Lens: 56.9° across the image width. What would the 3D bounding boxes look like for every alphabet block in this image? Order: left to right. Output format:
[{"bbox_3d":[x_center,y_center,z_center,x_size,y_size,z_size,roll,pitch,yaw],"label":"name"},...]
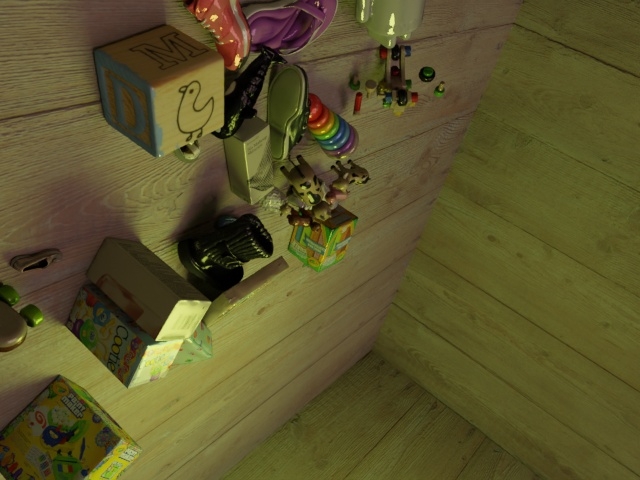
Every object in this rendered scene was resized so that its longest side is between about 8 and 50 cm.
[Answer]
[{"bbox_3d":[-0.347,-0.331,1.300,0.197,0.193,0.192,-38,153,-35],"label":"alphabet block"}]

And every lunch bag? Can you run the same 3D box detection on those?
[{"bbox_3d":[-0.484,0.318,1.902,0.224,0.107,0.279,-10,151,7],"label":"lunch bag"}]

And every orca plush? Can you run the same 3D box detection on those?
[{"bbox_3d":[-0.186,-0.371,1.586,0.287,0.102,0.151,-44,161,9],"label":"orca plush"}]

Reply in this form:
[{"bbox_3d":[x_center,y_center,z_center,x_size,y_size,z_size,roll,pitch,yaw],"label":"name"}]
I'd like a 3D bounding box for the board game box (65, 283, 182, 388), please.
[{"bbox_3d":[-0.534,0.250,1.608,0.144,0.275,0.142,-2,123,-61],"label":"board game box"}]

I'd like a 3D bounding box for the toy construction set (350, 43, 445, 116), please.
[{"bbox_3d":[0.244,-0.535,2.166,0.309,0.257,0.237,-27,162,-12],"label":"toy construction set"}]

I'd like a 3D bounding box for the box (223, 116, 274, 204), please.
[{"bbox_3d":[-0.214,-0.243,1.789,0.113,0.094,0.275,-43,154,-27],"label":"box"}]

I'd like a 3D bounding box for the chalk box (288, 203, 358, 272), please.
[{"bbox_3d":[0.000,0.000,2.414,0.180,0.179,0.288,-29,145,-45],"label":"chalk box"}]

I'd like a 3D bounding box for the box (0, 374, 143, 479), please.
[{"bbox_3d":[-0.727,0.599,1.687,0.279,0.290,0.177,-46,155,-18],"label":"box"}]

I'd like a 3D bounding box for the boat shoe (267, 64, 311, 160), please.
[{"bbox_3d":[-0.083,-0.395,1.797,0.113,0.127,0.340,-36,152,-37],"label":"boat shoe"}]

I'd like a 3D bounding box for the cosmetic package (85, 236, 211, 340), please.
[{"bbox_3d":[-0.457,0.128,1.569,0.129,0.296,0.153,-57,155,8],"label":"cosmetic package"}]

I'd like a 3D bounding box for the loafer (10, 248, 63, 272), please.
[{"bbox_3d":[-0.663,0.053,1.398,0.125,0.039,0.045,-16,135,-56],"label":"loafer"}]

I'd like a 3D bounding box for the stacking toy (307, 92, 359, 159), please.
[{"bbox_3d":[0.015,-0.394,1.992,0.141,0.141,0.330,-55,153,0],"label":"stacking toy"}]

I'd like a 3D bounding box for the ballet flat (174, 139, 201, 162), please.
[{"bbox_3d":[-0.352,-0.256,1.545,0.072,0.068,0.213,-49,156,-15],"label":"ballet flat"}]

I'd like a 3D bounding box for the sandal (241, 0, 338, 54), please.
[{"bbox_3d":[-0.071,-0.576,1.608,0.416,0.102,0.169,-35,150,-39],"label":"sandal"}]

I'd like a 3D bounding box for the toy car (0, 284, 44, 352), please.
[{"bbox_3d":[-0.747,0.226,1.363,0.155,0.149,0.188,-46,168,-46],"label":"toy car"}]

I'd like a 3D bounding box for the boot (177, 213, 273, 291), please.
[{"bbox_3d":[-0.260,0.047,1.887,0.260,0.131,0.348,-22,159,12],"label":"boot"}]

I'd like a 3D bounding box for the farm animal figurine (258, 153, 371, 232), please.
[{"bbox_3d":[-0.004,-0.165,2.023,0.330,0.172,0.327,-46,136,9],"label":"farm animal figurine"}]

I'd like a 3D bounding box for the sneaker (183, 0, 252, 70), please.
[{"bbox_3d":[-0.251,-0.529,1.357,0.136,0.116,0.313,-31,141,-25],"label":"sneaker"}]

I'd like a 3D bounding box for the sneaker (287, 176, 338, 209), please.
[{"bbox_3d":[-0.008,-0.183,2.263,0.292,0.110,0.118,-7,119,-61],"label":"sneaker"}]

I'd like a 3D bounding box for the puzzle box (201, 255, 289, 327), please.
[{"bbox_3d":[-0.302,0.206,2.046,0.272,0.052,0.409,-33,176,-39],"label":"puzzle box"}]

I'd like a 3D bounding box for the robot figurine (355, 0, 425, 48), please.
[{"bbox_3d":[0.224,-0.768,1.792,0.300,0.200,0.353,-37,151,-23],"label":"robot figurine"}]

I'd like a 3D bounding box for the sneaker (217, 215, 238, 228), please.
[{"bbox_3d":[-0.269,-0.031,2.003,0.232,0.090,0.081,31,95,-45],"label":"sneaker"}]
